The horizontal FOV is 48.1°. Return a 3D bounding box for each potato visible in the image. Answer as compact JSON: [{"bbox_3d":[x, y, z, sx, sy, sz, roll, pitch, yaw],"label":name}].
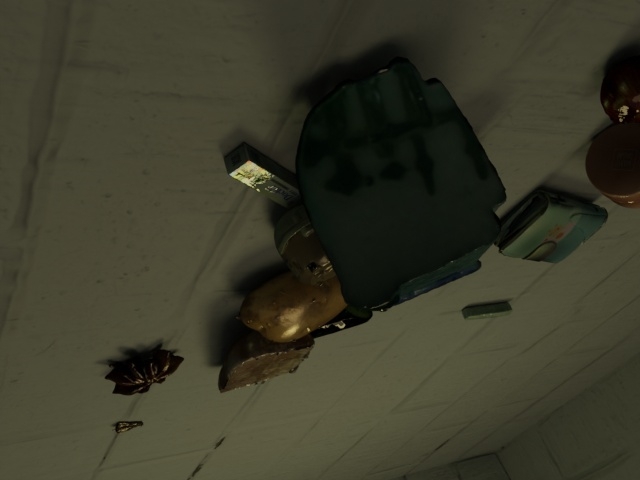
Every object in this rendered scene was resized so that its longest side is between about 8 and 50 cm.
[{"bbox_3d":[-0.042,0.128,1.406,0.234,0.128,0.161,-6,153,-37],"label":"potato"}]

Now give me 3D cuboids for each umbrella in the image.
[{"bbox_3d":[-0.469,0.453,1.745,0.083,0.020,0.032,2,103,-38],"label":"umbrella"}]

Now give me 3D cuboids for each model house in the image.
[{"bbox_3d":[0.113,-0.054,1.083,0.251,0.295,0.329,-27,167,3],"label":"model house"}]

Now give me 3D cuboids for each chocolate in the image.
[{"bbox_3d":[-0.131,0.250,1.564,0.185,0.101,0.303,-15,159,-21],"label":"chocolate"}]

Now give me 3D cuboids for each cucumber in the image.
[{"bbox_3d":[0.020,0.184,1.631,0.219,0.046,0.070,-18,142,-8],"label":"cucumber"}]

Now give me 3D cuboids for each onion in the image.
[{"bbox_3d":[0.533,-0.256,1.203,0.117,0.119,0.119,-16,150,-5],"label":"onion"}]

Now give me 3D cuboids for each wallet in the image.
[{"bbox_3d":[0.511,-0.028,1.597,0.250,0.075,0.176,8,135,-41],"label":"wallet"}]

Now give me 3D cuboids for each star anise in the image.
[{"bbox_3d":[-0.363,0.276,1.491,0.167,0.057,0.168,-16,149,-10],"label":"star anise"}]

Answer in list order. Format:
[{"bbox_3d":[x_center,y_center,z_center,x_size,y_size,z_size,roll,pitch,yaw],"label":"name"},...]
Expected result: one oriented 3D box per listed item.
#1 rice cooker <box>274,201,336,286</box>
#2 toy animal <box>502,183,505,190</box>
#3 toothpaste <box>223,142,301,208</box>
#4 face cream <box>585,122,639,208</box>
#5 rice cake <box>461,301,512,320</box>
[{"bbox_3d":[0.000,0.000,1.218,0.145,0.127,0.206,-29,171,-13],"label":"rice cooker"},{"bbox_3d":[0.205,-0.109,1.259,0.218,0.116,0.179,-11,132,37],"label":"toy animal"},{"bbox_3d":[-0.081,-0.098,1.104,0.046,0.034,0.164,-31,150,20],"label":"toothpaste"},{"bbox_3d":[0.606,-0.144,1.396,0.149,0.149,0.104,-39,148,25],"label":"face cream"},{"bbox_3d":[0.457,0.194,1.962,0.170,0.033,0.029,-4,141,-30],"label":"rice cake"}]
